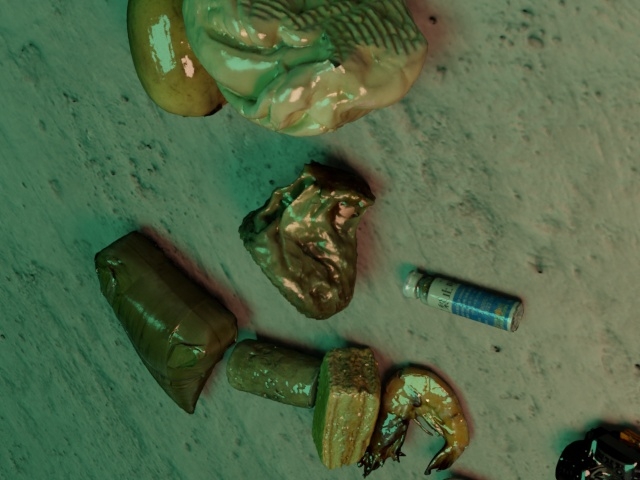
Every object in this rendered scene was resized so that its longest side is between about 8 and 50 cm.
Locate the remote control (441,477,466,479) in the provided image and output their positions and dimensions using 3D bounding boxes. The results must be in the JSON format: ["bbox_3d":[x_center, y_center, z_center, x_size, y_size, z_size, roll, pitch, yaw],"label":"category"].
[{"bbox_3d":[0.320,0.474,1.735,0.229,0.044,0.073,15,130,19],"label":"remote control"}]

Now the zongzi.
[{"bbox_3d":[-0.330,0.178,1.963,0.323,0.160,0.360,46,148,17],"label":"zongzi"}]

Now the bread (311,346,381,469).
[{"bbox_3d":[0.044,0.300,1.732,0.102,0.138,0.196,6,119,-7],"label":"bread"}]

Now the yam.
[{"bbox_3d":[-0.074,0.253,1.833,0.194,0.107,0.107,11,125,31],"label":"yam"}]

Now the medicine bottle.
[{"bbox_3d":[0.225,0.095,1.541,0.191,0.051,0.051,17,127,27],"label":"medicine bottle"}]

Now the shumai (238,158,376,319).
[{"bbox_3d":[0.000,0.000,1.592,0.225,0.222,0.260,49,173,14],"label":"shumai"}]

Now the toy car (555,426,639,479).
[{"bbox_3d":[0.464,0.437,1.522,0.193,0.118,0.301,30,121,49],"label":"toy car"}]

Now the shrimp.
[{"bbox_3d":[0.174,0.350,1.749,0.178,0.075,0.289,29,119,15],"label":"shrimp"}]

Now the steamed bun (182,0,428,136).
[{"bbox_3d":[-0.027,-0.259,1.336,0.320,0.275,0.206,38,143,12],"label":"steamed bun"}]

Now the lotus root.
[{"bbox_3d":[-0.216,-0.343,1.487,0.183,0.183,0.309,9,118,33],"label":"lotus root"}]
